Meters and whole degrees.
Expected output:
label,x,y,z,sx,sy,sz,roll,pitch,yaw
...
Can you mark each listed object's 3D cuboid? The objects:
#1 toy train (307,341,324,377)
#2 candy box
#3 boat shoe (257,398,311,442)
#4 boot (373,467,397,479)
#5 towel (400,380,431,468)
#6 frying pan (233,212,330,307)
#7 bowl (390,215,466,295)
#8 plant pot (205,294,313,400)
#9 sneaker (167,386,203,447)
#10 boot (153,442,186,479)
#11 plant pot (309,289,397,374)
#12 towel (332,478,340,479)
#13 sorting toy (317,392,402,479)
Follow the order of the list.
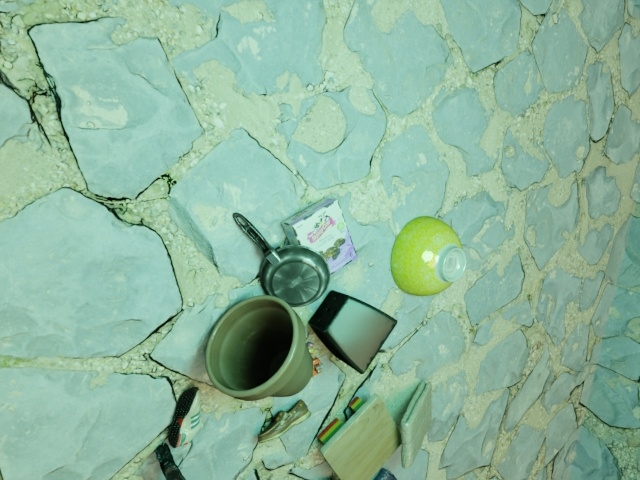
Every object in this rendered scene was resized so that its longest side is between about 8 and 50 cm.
label,x,y,z,sx,sy,sz,roll,pitch,yaw
toy train,-0.056,0.379,1.284,0.166,0.046,0.125,-8,104,-32
candy box,0.000,0.000,1.227,0.165,0.070,0.196,-32,116,-24
boat shoe,-0.114,0.541,1.278,0.178,0.064,0.060,-22,81,-29
boot,0.270,0.932,1.599,0.086,0.069,0.190,-49,120,-12
towel,0.347,0.656,1.545,0.282,0.049,0.187,-27,117,-57
frying pan,-0.087,0.051,1.147,0.197,0.053,0.326,-17,115,3
bowl,0.399,0.067,1.453,0.289,0.156,0.289,-7,103,-32
plant pot,-0.131,0.310,1.122,0.263,0.263,0.229,-51,140,-14
sneaker,-0.339,0.460,1.118,0.075,0.057,0.161,22,86,-51
boot,-0.380,0.584,1.081,0.045,0.099,0.121,-25,114,-28
plant pot,0.080,0.254,1.275,0.167,0.188,0.187,41,77,-21
towel,-0.046,0.958,1.387,0.248,0.038,0.325,11,93,-40
sorting toy,0.129,0.676,1.442,0.257,0.089,0.255,-39,118,-21
